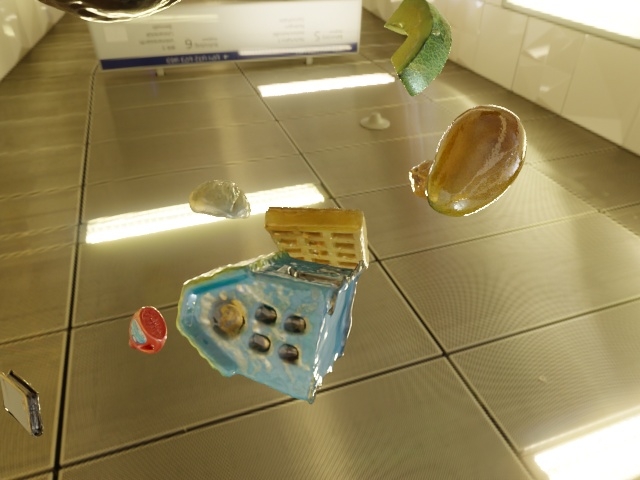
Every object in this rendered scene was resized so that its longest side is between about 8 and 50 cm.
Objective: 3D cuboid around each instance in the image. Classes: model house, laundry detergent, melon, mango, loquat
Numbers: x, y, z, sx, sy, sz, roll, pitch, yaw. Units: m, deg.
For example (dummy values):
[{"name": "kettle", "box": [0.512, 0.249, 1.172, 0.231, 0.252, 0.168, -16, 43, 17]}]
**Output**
[{"name": "model house", "box": [-0.093, 0.125, 0.876, 0.302, 0.216, 0.237, 10, -172, 13]}, {"name": "laundry detergent", "box": [-0.392, 0.212, 1.083, 0.049, 0.165, 0.098, -23, -103, -41]}, {"name": "melon", "box": [0.184, -0.387, 0.926, 0.118, 0.064, 0.210, -31, -131, 30]}, {"name": "mango", "box": [0.201, -0.098, 0.627, 0.111, 0.163, 0.089, 25, 173, -12]}, {"name": "loquat", "box": [0.303, -0.158, 1.299, 0.113, 0.137, 0.137, -42, -137, 4]}]

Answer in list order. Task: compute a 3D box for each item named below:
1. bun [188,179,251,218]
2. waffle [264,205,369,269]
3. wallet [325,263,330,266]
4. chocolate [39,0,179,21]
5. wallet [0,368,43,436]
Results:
[{"name": "bun", "box": [-0.274, -0.118, 1.358, 0.183, 0.102, 0.183, 10, -171, -2]}, {"name": "waffle", "box": [0.000, 0.000, 1.150, 0.220, 0.248, 0.055, 4, -115, 11]}, {"name": "wallet", "box": [-0.073, 0.109, 1.057, 0.196, 0.020, 0.103, -21, -161, 17]}, {"name": "chocolate", "box": [-0.271, -0.465, 0.604, 0.383, 0.384, 0.332, -24, -105, -29]}, {"name": "wallet", "box": [-0.704, 0.378, 1.138, 0.197, 0.110, 0.031, 7, -167, 42]}]
